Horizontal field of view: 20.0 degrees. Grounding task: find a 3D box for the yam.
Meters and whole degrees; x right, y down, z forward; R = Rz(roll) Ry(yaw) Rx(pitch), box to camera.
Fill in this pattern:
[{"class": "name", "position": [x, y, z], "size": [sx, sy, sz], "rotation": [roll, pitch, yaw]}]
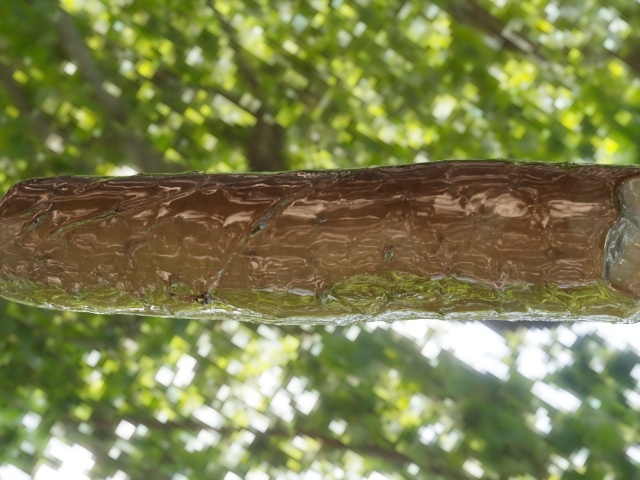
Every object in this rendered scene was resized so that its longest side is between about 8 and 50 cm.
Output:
[{"class": "yam", "position": [0.000, 0.000, 0.572], "size": [0.241, 0.057, 0.057], "rotation": [1, -133, 26]}]
